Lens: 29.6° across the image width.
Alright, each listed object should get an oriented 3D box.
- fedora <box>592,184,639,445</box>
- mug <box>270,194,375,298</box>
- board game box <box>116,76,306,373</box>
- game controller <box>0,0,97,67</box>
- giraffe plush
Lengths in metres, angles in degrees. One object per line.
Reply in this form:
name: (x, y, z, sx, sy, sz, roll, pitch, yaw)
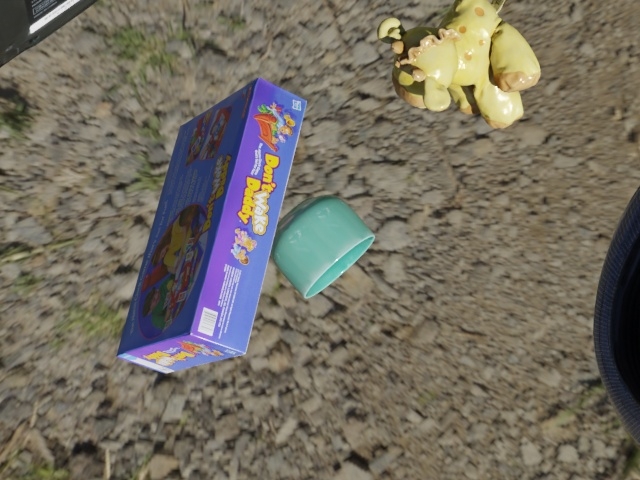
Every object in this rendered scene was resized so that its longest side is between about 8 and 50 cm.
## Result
fedora: (0.328, 0.043, 0.873, 0.124, 0.243, 0.275, 26, 84, -40)
mug: (-0.006, 0.004, 1.649, 0.129, 0.158, 0.097, -39, 81, -15)
board game box: (-0.144, -0.014, 1.579, 0.078, 0.233, 0.347, 23, 68, -26)
game controller: (-0.123, -0.145, 0.541, 0.319, 0.166, 0.067, -40, 90, -18)
giraffe plush: (0.164, -0.229, 1.557, 0.170, 0.181, 0.210, -28, 137, -28)
